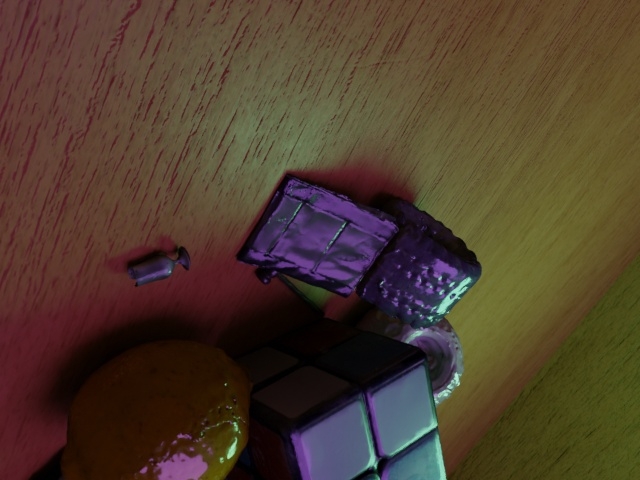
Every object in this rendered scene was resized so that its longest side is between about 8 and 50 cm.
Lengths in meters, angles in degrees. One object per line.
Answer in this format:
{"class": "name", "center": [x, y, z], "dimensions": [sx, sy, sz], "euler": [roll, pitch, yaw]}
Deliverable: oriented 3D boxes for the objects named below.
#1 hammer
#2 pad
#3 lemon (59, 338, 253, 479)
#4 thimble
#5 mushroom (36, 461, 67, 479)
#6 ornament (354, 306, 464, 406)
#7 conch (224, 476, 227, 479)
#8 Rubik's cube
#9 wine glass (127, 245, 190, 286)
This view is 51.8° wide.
{"class": "hammer", "center": [-0.039, 0.097, 1.230], "dimensions": [0.058, 0.029, 0.292], "euler": [-41, 151, 0]}
{"class": "pad", "center": [0.000, 0.000, 1.082], "dimensions": [0.233, 0.022, 0.174], "euler": [20, 114, -31]}
{"class": "lemon", "center": [-0.238, 0.279, 1.003], "dimensions": [0.311, 0.253, 0.253], "euler": [-27, 145, -27]}
{"class": "thimble", "center": [0.170, 0.047, 1.229], "dimensions": [0.236, 0.205, 0.172], "euler": [20, 113, -48]}
{"class": "mushroom", "center": [-0.407, 0.479, 1.171], "dimensions": [0.344, 0.130, 0.247], "euler": [-42, 145, 0]}
{"class": "ornament", "center": [0.180, 0.259, 1.466], "dimensions": [0.259, 0.259, 0.225], "euler": [-31, -175, -20]}
{"class": "conch", "center": [-0.160, 0.488, 1.448], "dimensions": [0.196, 0.134, 0.202], "euler": [-12, 151, -47]}
{"class": "Rubik's cube", "center": [0.009, 0.360, 1.222], "dimensions": [0.316, 0.313, 0.318], "euler": [-20, 108, -33]}
{"class": "wine glass", "center": [-0.226, 0.037, 0.925], "dimensions": [0.083, 0.038, 0.042], "euler": [-19, -177, -31]}
